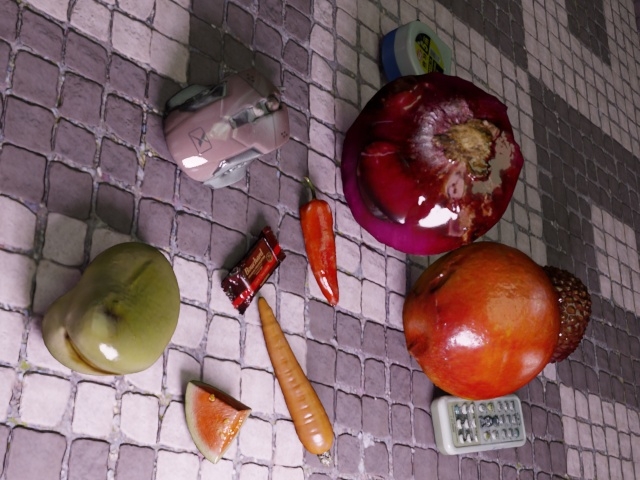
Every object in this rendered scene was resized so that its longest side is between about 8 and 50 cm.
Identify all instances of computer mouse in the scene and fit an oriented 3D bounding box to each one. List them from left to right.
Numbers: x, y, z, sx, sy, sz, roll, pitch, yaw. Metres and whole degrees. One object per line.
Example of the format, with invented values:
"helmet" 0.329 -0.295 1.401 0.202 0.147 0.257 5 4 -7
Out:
"computer mouse" -0.144 -0.228 1.660 0.389 0.115 0.199 -40 109 -48

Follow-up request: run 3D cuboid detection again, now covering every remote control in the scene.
"remote control" 0.363 0.419 2.022 0.335 0.066 0.128 10 70 -47

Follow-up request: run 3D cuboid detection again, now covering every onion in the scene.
"onion" 0.228 -0.153 1.948 0.420 0.398 0.398 98 -21 -82

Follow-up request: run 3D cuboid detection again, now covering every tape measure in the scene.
"tape measure" 0.237 -0.379 2.167 0.215 0.098 0.351 36 47 -37

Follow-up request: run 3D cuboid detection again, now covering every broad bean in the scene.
"broad bean" -0.295 0.107 1.344 0.263 0.121 0.189 -46 114 -50

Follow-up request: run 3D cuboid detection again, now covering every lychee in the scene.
"lychee" 0.535 0.175 2.198 0.271 0.271 0.271 22 60 -43

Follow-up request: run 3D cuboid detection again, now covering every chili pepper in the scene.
"chili pepper" 0.000 0.000 1.777 0.071 0.063 0.272 -5 82 -37

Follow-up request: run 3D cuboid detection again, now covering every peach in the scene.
"peach" 0.345 0.176 1.925 0.373 0.372 0.290 30 22 -39

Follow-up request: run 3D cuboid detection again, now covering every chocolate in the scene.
"chocolate" -0.123 0.053 1.637 0.086 0.028 0.182 58 41 -26

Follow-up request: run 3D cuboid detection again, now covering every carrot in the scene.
"carrot" -0.048 0.259 1.614 0.069 0.069 0.336 -23 90 -51

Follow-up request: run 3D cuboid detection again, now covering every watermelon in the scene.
"watermelon" -0.169 0.281 1.440 0.135 0.094 0.125 52 51 -16
